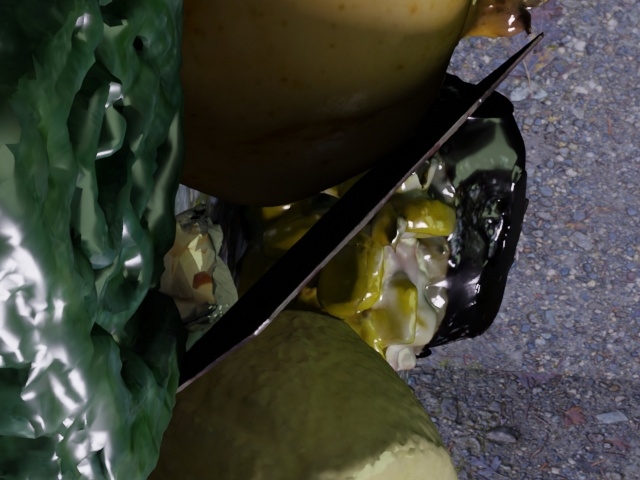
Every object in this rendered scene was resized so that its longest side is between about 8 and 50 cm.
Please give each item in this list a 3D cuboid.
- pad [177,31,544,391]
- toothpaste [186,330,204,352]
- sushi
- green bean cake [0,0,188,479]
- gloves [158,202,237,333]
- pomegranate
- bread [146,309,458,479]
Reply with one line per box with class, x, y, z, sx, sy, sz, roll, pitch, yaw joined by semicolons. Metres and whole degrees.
pad;0.000;0.000;0.905;0.330;0.004;0.220;-46;-175;-41
toothpaste;-0.131;0.115;1.338;0.268;0.047;0.069;-60;142;-76
sushi;0.028;-0.016;1.606;0.285;0.328;0.328;-27;138;-40
green bean cake;-0.157;-0.039;0.729;0.300;0.169;0.308;83;13;-49
gloves;-0.115;0.026;1.308;0.153;0.070;0.114;8;71;-80
pomegranate;-0.021;-0.181;0.984;0.342;0.342;0.342;4;90;-81
bread;-0.048;0.213;1.190;0.320;0.237;0.320;-36;146;-30
